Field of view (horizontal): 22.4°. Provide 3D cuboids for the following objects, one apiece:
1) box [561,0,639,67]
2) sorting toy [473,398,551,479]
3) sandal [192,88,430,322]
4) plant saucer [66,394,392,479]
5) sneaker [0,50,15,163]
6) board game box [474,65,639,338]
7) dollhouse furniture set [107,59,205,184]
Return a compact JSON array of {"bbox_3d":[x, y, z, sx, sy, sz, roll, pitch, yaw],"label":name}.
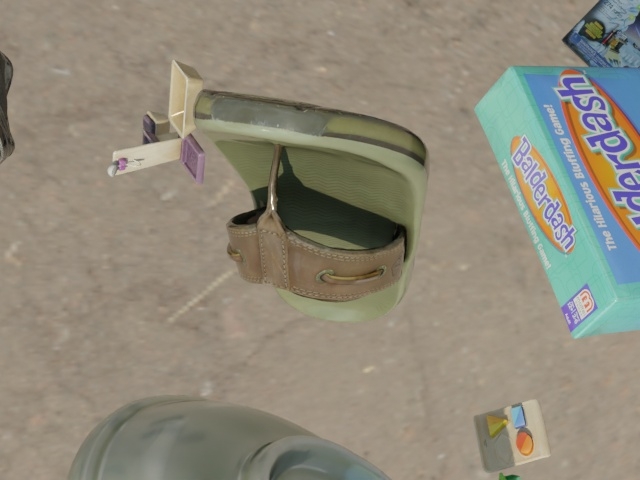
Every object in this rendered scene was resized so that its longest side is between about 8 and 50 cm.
[{"bbox_3d":[0.256,-0.132,1.174,0.094,0.027,0.137,-47,74,7],"label":"box"},{"bbox_3d":[0.170,0.183,1.421,0.062,0.012,0.083,-16,57,12],"label":"sorting toy"},{"bbox_3d":[0.002,0.001,0.917,0.120,0.303,0.086,9,68,13],"label":"sandal"},{"bbox_3d":[0.005,0.249,1.143,0.100,0.400,0.400,-45,74,22],"label":"plant saucer"},{"bbox_3d":[-0.276,-0.139,1.205,0.067,0.078,0.188,-14,95,22],"label":"sneaker"},{"bbox_3d":[0.212,-0.028,0.964,0.047,0.210,0.160,-51,51,48],"label":"board game box"},{"bbox_3d":[-0.154,-0.110,1.403,0.091,0.081,0.114,53,147,40],"label":"dollhouse furniture set"}]
